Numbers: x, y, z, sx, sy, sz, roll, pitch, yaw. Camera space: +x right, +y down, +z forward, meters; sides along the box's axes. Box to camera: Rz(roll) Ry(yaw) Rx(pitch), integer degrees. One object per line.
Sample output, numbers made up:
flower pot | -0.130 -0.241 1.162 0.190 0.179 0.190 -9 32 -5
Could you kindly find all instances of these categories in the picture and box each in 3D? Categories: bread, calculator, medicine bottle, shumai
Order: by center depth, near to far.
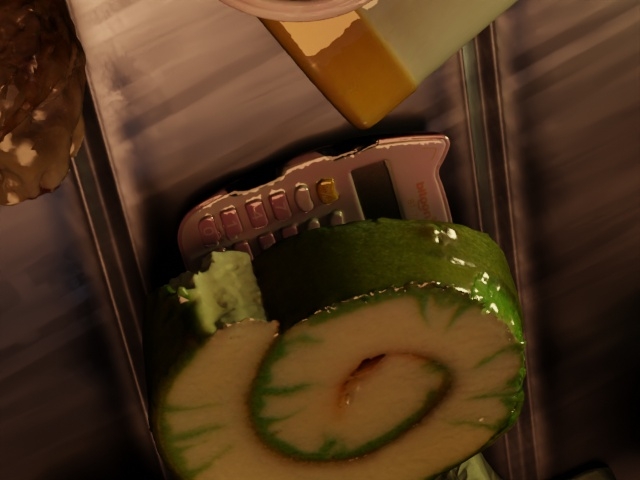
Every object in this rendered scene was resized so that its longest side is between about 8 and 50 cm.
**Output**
medicine bottle | 0.044 -0.249 1.048 0.232 0.238 0.238 -40 120 5
shumai | -0.290 -0.141 1.088 0.184 0.218 0.185 -2 160 -2
bread | 0.008 0.116 1.252 0.382 0.129 0.366 24 124 -32
calculator | 0.000 -0.001 1.281 0.294 0.043 0.194 -19 121 -1

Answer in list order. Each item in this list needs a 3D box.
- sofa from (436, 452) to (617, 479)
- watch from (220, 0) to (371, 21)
sofa | 0.243 0.308 1.409 0.176 0.210 0.225 -38 119 8
watch | -0.037 -0.261 0.845 0.248 0.211 0.217 11 107 0
